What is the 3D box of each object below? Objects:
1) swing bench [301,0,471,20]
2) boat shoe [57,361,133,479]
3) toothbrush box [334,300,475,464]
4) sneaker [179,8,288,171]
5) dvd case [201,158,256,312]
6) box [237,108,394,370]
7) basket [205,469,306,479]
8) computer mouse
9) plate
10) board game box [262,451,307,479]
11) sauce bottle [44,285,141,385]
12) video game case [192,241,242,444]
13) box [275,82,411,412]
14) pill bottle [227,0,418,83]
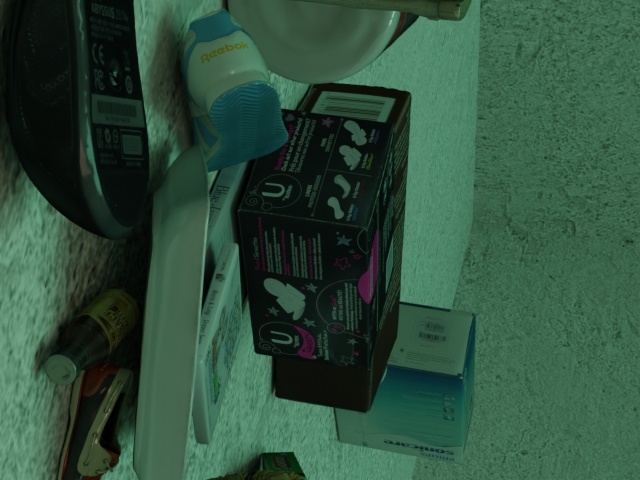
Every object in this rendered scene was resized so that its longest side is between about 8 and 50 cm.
[{"bbox_3d":[0.020,-0.339,1.294,0.165,0.253,0.255,-60,156,-61],"label":"swing bench"},{"bbox_3d":[-0.183,0.166,1.196,0.049,0.043,0.137,-3,103,-80],"label":"boat shoe"},{"bbox_3d":[0.136,0.228,2.372,0.295,0.216,0.126,82,21,-53],"label":"toothbrush box"},{"bbox_3d":[-0.083,-0.131,1.353,0.229,0.087,0.092,107,-38,-71],"label":"sneaker"},{"bbox_3d":[-0.105,0.032,1.533,0.180,0.022,0.253,87,16,-45],"label":"dvd case"},{"bbox_3d":[0.000,0.000,1.619,0.247,0.142,0.163,88,14,-49],"label":"box"},{"bbox_3d":[-0.021,0.376,1.461,0.299,0.213,0.223,63,18,-5],"label":"basket"},{"bbox_3d":[-0.170,-0.134,1.000,0.188,0.072,0.272,11,75,-77],"label":"computer mouse"},{"bbox_3d":[-0.128,0.073,1.235,0.278,0.045,0.277,-115,-149,-75],"label":"plate"},{"bbox_3d":[-0.045,0.433,1.808,0.213,0.046,0.317,175,-85,-85],"label":"board game box"},{"bbox_3d":[-0.179,0.076,1.153,0.128,0.042,0.042,-59,155,-64],"label":"sauce bottle"},{"bbox_3d":[-0.103,0.103,1.457,0.157,0.019,0.143,91,12,-53],"label":"video game case"},{"bbox_3d":[0.028,0.008,1.885,0.191,0.143,0.381,-64,157,-58],"label":"box"},{"bbox_3d":[0.026,-0.282,1.560,0.318,0.176,0.176,-53,150,-67],"label":"pill bottle"}]
